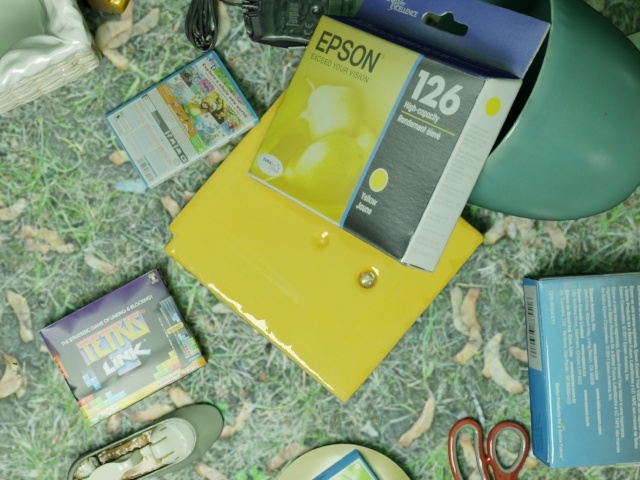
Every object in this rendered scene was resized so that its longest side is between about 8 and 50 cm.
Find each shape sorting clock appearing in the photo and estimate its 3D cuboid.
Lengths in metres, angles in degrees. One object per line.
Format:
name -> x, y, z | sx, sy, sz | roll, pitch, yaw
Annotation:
shape sorting clock -> 0.030, 0.365, 1.696 | 0.206, 0.040, 0.206 | 0, 92, 0

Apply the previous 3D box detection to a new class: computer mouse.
computer mouse -> -0.041, -0.332, 1.692 | 0.262, 0.060, 0.184 | 1, 91, 6

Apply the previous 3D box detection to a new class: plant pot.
plant pot -> 0.272, -0.156, 1.601 | 0.235, 0.293, 0.293 | 22, 88, -26

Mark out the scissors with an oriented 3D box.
scissors -> 0.236, 0.375, 1.721 | 0.109, 0.021, 0.297 | -9, 91, -6

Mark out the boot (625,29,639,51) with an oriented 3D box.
boot -> 0.523, -0.247, 1.713 | 0.258, 0.095, 0.123 | -19, 97, 5

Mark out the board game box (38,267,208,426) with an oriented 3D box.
board game box -> -0.250, 0.135, 1.678 | 0.170, 0.048, 0.141 | -29, 92, -3

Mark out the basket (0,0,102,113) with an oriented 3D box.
basket -> -0.471, -0.291, 1.560 | 0.331, 0.266, 0.328 | -26, 91, -4

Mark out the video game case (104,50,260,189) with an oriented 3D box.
video game case -> -0.177, -0.155, 1.681 | 0.166, 0.015, 0.119 | -32, 70, -3

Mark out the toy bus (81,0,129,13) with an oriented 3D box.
toy bus -> -0.211, -0.448, 1.656 | 0.130, 0.108, 0.332 | 16, 88, -5

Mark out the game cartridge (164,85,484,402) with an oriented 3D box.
game cartridge -> 0.000, 0.000, 1.697 | 0.324, 0.052, 0.285 | 41, 88, 0

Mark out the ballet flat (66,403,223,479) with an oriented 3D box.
ballet flat -> -0.221, 0.274, 1.669 | 0.213, 0.068, 0.072 | -24, 91, -3

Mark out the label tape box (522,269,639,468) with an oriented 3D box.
label tape box -> 0.438, 0.157, 1.688 | 0.334, 0.106, 0.240 | -3, 89, -4

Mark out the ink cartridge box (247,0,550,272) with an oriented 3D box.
ink cartridge box -> 0.080, -0.158, 1.534 | 0.072, 0.304, 0.307 | 17, 99, -43
